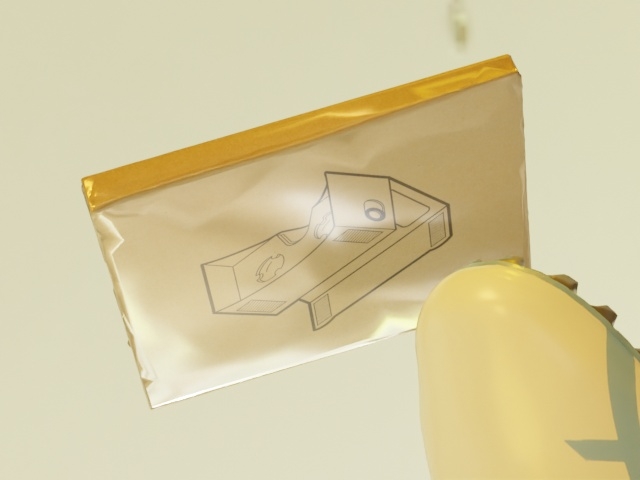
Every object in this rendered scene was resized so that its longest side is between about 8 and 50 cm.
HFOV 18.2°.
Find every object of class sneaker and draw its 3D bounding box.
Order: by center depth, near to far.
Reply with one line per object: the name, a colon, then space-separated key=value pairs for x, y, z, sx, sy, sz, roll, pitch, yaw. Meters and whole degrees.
sneaker: x=0.068 y=0.122 z=0.546 sx=0.086 sy=0.085 sz=0.237 roll=-14 pitch=-89 yaw=-49

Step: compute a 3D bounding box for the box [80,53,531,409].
box: x=0.000 y=0.000 z=0.937 sx=0.164 sy=0.201 sz=0.021 roll=80 pitch=172 yaw=-52
